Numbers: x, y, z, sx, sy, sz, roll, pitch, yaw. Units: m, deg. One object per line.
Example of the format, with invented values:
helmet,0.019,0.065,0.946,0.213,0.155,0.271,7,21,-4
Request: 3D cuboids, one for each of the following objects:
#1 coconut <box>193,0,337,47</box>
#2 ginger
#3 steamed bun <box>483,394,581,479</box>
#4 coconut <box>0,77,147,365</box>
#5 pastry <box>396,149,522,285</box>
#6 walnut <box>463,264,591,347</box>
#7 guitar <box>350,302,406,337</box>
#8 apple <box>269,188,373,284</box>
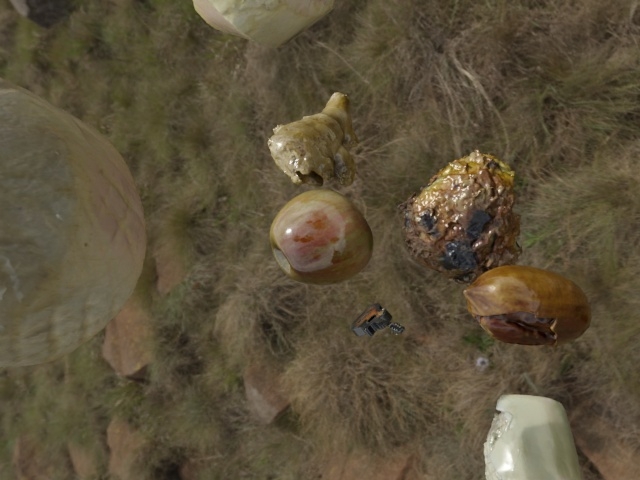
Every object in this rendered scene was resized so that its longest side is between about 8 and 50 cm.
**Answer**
coconut,-0.084,-0.395,0.747,0.260,0.259,0.258,0,90,44
ginger,0.025,-0.275,1.479,0.236,0.375,0.166,34,148,20
steamed bun,0.408,0.423,1.107,0.200,0.171,0.225,-45,34,49
coconut,-0.333,-0.014,0.527,0.329,0.329,0.328,0,90,44
pastry,0.409,-0.046,1.578,0.338,0.404,0.292,-14,38,8
walnut,0.290,0.093,0.765,0.116,0.207,0.115,-166,90,-70
guitar,0.128,0.176,1.143,0.025,0.088,0.233,50,168,-8
apple,0.000,0.000,1.396,0.257,0.234,0.256,45,154,30
